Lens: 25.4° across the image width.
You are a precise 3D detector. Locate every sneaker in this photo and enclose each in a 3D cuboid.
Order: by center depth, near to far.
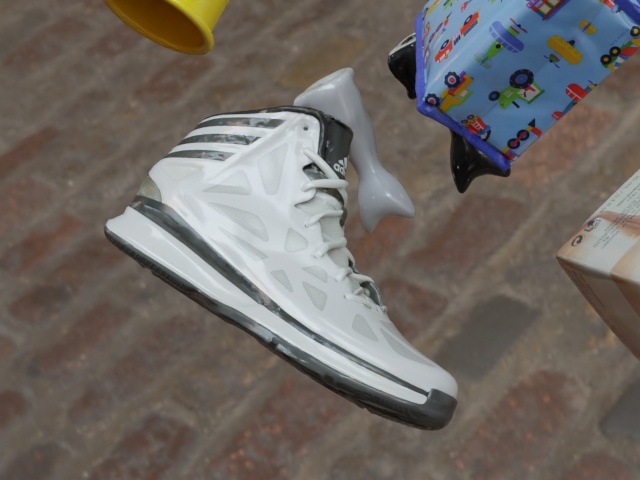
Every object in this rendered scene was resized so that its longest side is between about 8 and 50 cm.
[{"bbox_3d":[-0.001,-0.001,1.521,0.447,0.169,0.257,32,83,22],"label":"sneaker"}]

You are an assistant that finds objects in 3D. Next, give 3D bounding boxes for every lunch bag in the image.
[{"bbox_3d":[0.203,-0.257,1.519,0.221,0.138,0.293,-43,30,25],"label":"lunch bag"}]

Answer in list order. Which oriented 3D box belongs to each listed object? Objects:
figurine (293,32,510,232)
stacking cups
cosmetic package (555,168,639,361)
[{"bbox_3d":[0.104,-0.132,1.771,0.215,0.209,0.092,-25,12,14],"label":"figurine"},{"bbox_3d":[-0.053,-0.293,1.068,0.096,0.096,0.316,14,69,35],"label":"stacking cups"},{"bbox_3d":[0.340,0.043,1.137,0.129,0.153,0.296,-44,19,-9],"label":"cosmetic package"}]
